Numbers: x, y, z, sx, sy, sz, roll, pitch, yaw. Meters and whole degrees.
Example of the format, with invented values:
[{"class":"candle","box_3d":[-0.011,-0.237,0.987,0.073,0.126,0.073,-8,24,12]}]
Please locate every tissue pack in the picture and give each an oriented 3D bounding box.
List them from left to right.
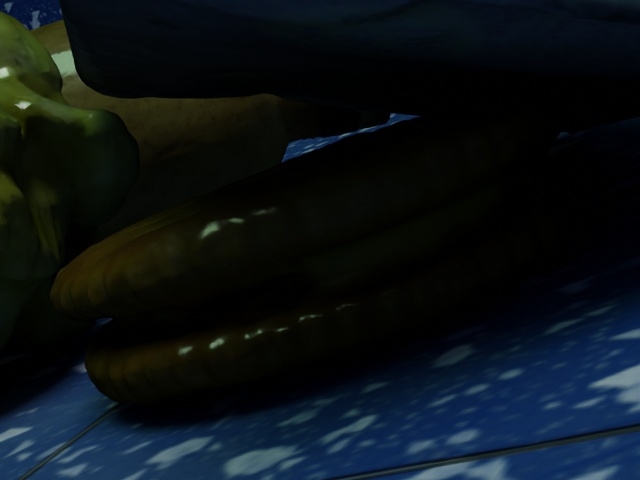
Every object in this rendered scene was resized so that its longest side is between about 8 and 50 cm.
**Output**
[{"class":"tissue pack","box_3d":[0.034,-0.124,0.625,0.288,0.124,0.394,6,0,-8]}]

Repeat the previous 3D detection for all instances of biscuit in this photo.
[{"class":"biscuit","box_3d":[0.000,0.000,0.590,0.220,0.066,0.220,-20,6,2]}]

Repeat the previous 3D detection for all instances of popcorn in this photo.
[{"class":"popcorn","box_3d":[-0.221,-0.002,0.728,0.255,0.195,0.256,-33,11,-14]}]

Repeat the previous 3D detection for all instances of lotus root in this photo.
[{"class":"lotus root","box_3d":[-0.104,-0.072,0.952,0.309,0.183,0.183,-13,10,10]}]
